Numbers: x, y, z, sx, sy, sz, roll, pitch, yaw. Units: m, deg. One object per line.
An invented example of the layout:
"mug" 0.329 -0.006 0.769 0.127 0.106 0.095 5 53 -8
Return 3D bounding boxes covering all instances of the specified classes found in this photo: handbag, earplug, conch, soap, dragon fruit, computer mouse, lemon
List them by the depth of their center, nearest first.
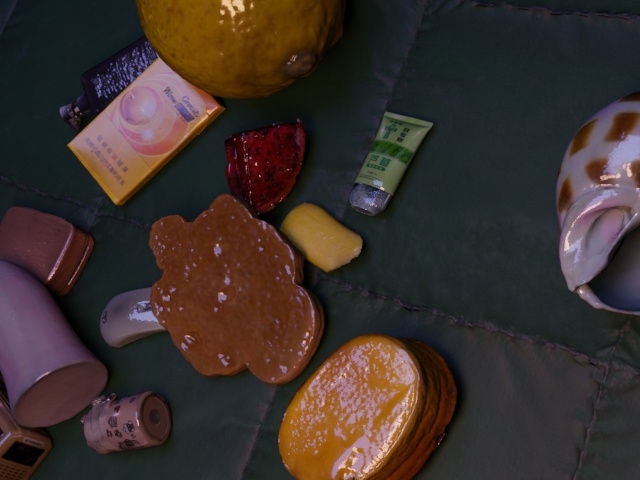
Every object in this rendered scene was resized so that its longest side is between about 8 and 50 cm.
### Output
"conch" 0.446 -0.076 1.434 0.368 0.197 0.249 -40 92 5
"soap" 0.000 0.000 1.754 0.168 0.033 0.089 37 93 36
"lemon" -0.129 -0.406 1.816 0.349 0.350 0.387 -37 63 12
"dragon fruit" -0.091 -0.121 1.839 0.127 0.120 0.161 -5 93 -13
"computer mouse" -0.317 0.128 1.874 0.181 0.056 0.089 -16 68 23
"earplug" -0.509 0.154 1.886 0.172 0.172 0.301 -42 61 9
"handbag" -0.525 0.023 2.029 0.193 0.072 0.151 14 77 32

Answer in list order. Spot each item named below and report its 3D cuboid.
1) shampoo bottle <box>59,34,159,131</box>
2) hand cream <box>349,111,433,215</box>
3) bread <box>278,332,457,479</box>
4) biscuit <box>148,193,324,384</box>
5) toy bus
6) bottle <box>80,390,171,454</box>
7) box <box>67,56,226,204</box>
"shampoo bottle" -0.371 -0.309 2.070 0.309 0.071 0.098 -27 77 18
"hand cream" 0.104 -0.123 1.737 0.095 0.046 0.175 19 78 37
"bread" 0.066 0.253 1.544 0.270 0.142 0.195 -51 57 5
"biscuit" -0.148 0.083 1.769 0.376 0.051 0.269 40 102 26
"toy bus" -0.609 0.306 1.919 0.157 0.139 0.289 -48 56 0
"bottle" -0.330 0.302 1.786 0.152 0.099 0.099 -15 63 28
"box" -0.320 -0.208 1.987 0.269 0.043 0.152 -43 83 10
